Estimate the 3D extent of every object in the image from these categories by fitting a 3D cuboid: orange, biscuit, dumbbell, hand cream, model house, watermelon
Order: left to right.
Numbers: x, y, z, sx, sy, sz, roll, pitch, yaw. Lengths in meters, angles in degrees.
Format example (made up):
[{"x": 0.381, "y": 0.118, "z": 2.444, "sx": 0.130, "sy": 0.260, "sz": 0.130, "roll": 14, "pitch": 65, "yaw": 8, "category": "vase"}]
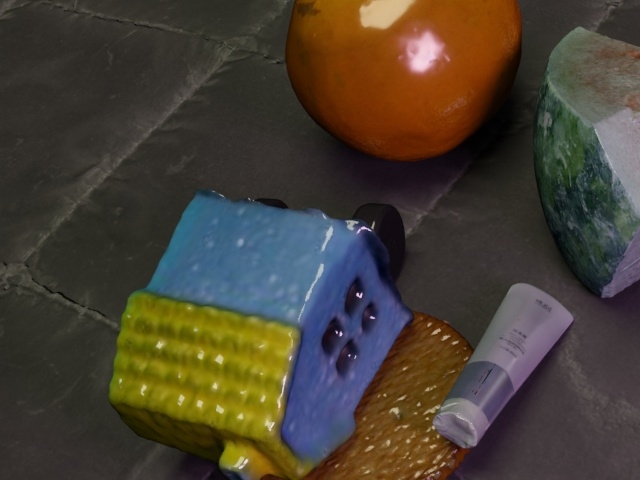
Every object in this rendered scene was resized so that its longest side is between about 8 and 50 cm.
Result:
[{"x": -0.072, "y": 0.118, "z": 1.743, "sx": 0.237, "sy": 0.215, "sz": 0.303, "roll": 10, "pitch": 54, "yaw": 32, "category": "model house"}, {"x": 0.000, "y": 0.000, "z": 1.971, "sx": 0.191, "sy": 0.100, "sz": 0.100, "roll": 4, "pitch": 47, "yaw": 26, "category": "dumbbell"}, {"x": 0.043, "y": 0.195, "z": 1.790, "sx": 0.305, "sy": 0.038, "sz": 0.305, "roll": -13, "pitch": 41, "yaw": 12, "category": "biscuit"}, {"x": 0.106, "y": -0.252, "z": 2.050, "sx": 0.312, "sy": 0.312, "sz": 0.312, "roll": -12, "pitch": 42, "yaw": 11, "category": "orange"}, {"x": 0.199, "y": 0.130, "z": 1.747, "sx": 0.079, "sy": 0.048, "sz": 0.255, "roll": 34, "pitch": 43, "yaw": 8, "category": "hand cream"}, {"x": 0.376, "y": -0.097, "z": 1.846, "sx": 0.258, "sy": 0.228, "sz": 0.387, "roll": -7, "pitch": 33, "yaw": 3, "category": "watermelon"}]
